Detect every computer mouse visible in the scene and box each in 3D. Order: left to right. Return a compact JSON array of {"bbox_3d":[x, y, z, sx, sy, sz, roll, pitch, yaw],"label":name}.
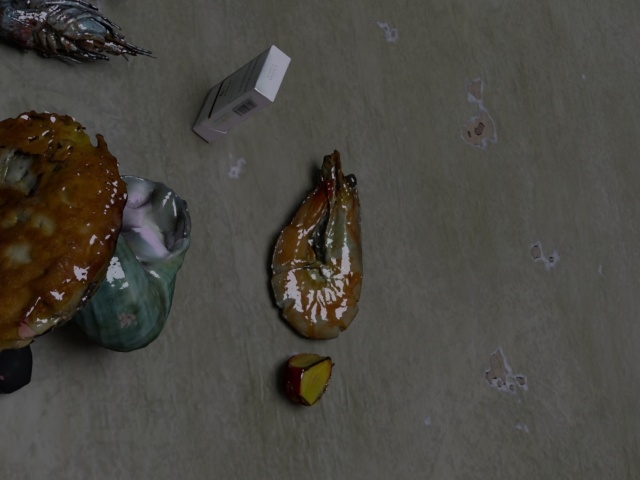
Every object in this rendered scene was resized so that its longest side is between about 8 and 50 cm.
[{"bbox_3d":[-0.393,0.108,1.493,0.172,0.057,0.099,43,48,-21],"label":"computer mouse"}]

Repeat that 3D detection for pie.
[{"bbox_3d":[-0.354,-0.015,1.453,0.085,0.308,0.308,64,33,-56],"label":"pie"}]

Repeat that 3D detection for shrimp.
[{"bbox_3d":[-0.316,-0.271,1.680,0.233,0.090,0.079,13,33,-28],"label":"shrimp"},{"bbox_3d":[0.001,0.000,1.893,0.154,0.062,0.294,20,63,-30],"label":"shrimp"}]

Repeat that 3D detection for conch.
[{"bbox_3d":[-0.261,0.031,1.566,0.277,0.195,0.220,-18,80,-29],"label":"conch"}]

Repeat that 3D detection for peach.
[{"bbox_3d":[-0.021,0.185,1.807,0.083,0.050,0.077,-62,140,-27],"label":"peach"}]

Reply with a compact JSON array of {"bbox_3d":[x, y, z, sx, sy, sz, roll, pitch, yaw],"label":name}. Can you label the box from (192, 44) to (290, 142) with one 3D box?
[{"bbox_3d":[-0.110,-0.200,1.797,0.040,0.154,0.084,34,54,-24],"label":"box"}]
